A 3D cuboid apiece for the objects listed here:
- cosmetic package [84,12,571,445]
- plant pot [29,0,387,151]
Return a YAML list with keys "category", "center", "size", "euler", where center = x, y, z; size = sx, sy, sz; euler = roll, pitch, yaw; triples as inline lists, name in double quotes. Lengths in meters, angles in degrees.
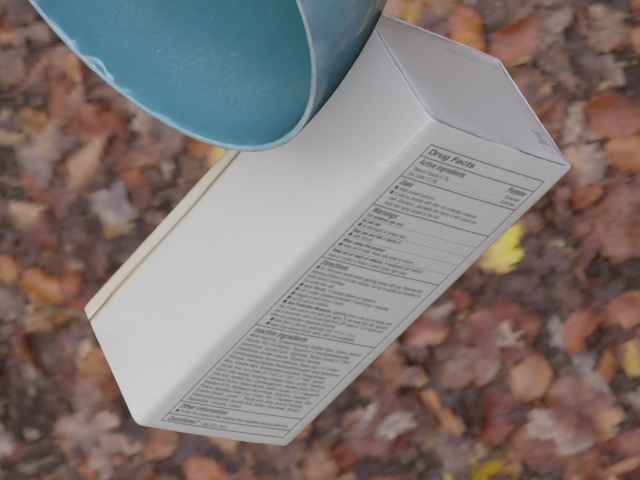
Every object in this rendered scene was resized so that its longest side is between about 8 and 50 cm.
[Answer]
- category: "cosmetic package"
  center: [0.000, 0.000, 1.330]
  size: [0.309, 0.160, 0.113]
  euler: [-46, 54, 23]
- category: "plant pot"
  center: [-0.053, -0.226, 1.174]
  size: [0.290, 0.195, 0.290]
  euler: [34, 152, 21]
